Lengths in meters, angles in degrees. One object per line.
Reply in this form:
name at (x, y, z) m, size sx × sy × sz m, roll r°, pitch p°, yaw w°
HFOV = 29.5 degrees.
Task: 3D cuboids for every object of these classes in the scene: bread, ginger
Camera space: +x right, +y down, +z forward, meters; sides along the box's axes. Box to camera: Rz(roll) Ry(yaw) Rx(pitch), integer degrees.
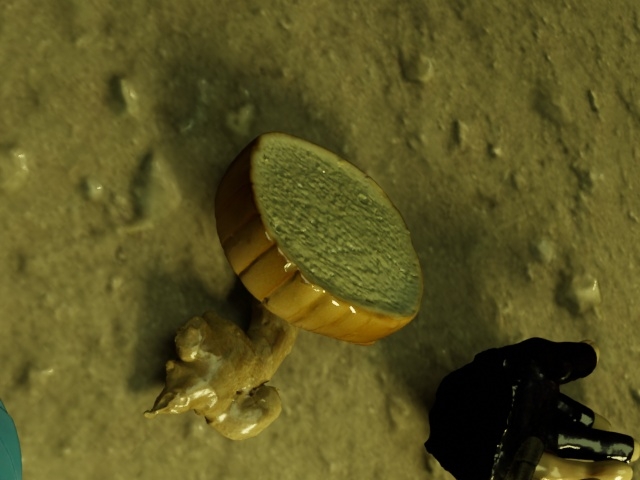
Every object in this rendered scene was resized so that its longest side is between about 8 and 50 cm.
bread at (0.000, 0.000, 1.207) m, size 0.236 × 0.070 × 0.236 m, roll 30°, pitch 37°, yaw -26°
ginger at (-0.079, 0.097, 1.168) m, size 0.133 × 0.059 × 0.214 m, roll 35°, pitch 59°, yaw -26°

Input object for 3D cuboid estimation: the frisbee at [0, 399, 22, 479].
frisbee at (-0.349, 0.182, 0.962) m, size 0.242 × 0.045 × 0.242 m, roll 12°, pitch 67°, yaw -30°

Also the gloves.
gloves at (0.235, 0.190, 1.300) m, size 0.301 × 0.152 × 0.197 m, roll 19°, pitch 85°, yaw -36°
